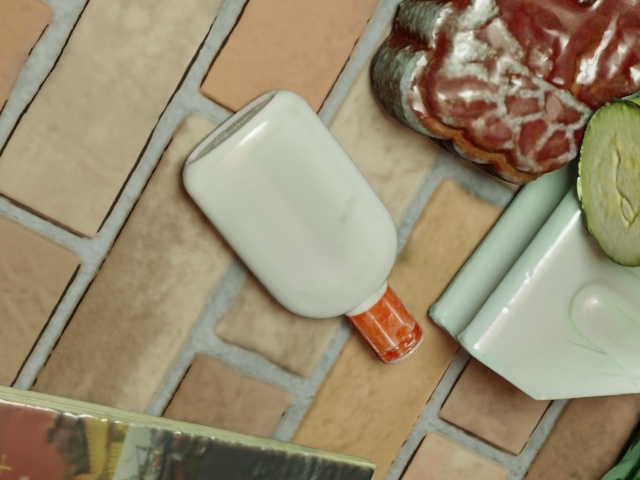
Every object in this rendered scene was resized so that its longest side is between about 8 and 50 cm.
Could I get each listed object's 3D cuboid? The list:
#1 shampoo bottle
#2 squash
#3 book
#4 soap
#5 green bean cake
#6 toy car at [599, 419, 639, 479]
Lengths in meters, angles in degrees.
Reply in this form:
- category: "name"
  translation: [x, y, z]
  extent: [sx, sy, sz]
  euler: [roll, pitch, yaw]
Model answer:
- category: "shampoo bottle"
  translation: [0.000, 0.000, 1.102]
  extent: [0.108, 0.051, 0.221]
  euler: [-40, 112, -5]
- category: "squash"
  translation: [0.285, -0.049, 1.038]
  extent: [0.187, 0.123, 0.123]
  euler: [-8, 108, -15]
- category: "book"
  translation: [-0.165, 0.252, 1.142]
  extent: [0.374, 0.028, 0.262]
  euler: [14, 103, -20]
- category: "soap"
  translation: [0.240, -0.002, 1.149]
  extent: [0.173, 0.095, 0.289]
  euler: [36, 94, -22]
- category: "green bean cake"
  translation: [0.165, -0.154, 1.081]
  extent: [0.199, 0.097, 0.232]
  euler: [30, 95, -22]
- category: "toy car"
  translation: [0.320, 0.160, 1.198]
  extent: [0.136, 0.125, 0.305]
  euler: [28, 103, -12]
